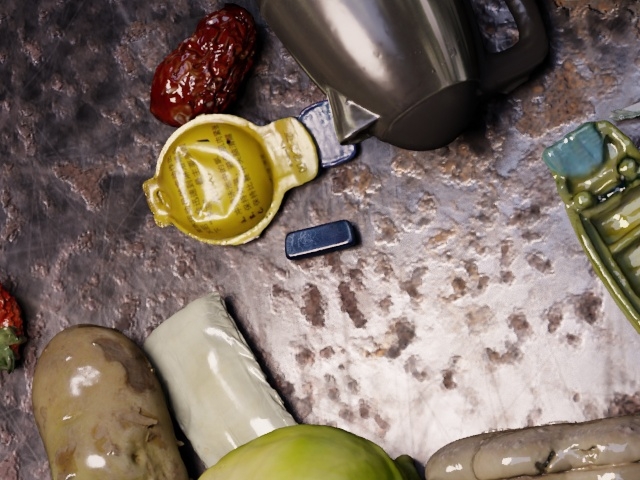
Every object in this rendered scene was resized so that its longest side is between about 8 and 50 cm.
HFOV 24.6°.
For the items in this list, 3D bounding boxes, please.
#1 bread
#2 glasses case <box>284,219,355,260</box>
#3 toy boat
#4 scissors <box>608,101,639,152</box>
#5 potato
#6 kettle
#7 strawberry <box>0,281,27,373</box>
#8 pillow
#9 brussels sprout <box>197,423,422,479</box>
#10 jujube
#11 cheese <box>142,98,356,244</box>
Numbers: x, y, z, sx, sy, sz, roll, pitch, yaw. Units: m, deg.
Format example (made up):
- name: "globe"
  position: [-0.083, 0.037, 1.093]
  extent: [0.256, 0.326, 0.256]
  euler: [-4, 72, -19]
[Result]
- name: "bread"
  position: [0.258, 0.224, 1.426]
  extent: [0.337, 0.183, 0.102]
  euler: [-11, 83, 21]
- name: "glasses case"
  position: [0.000, 0.000, 1.663]
  extent: [0.083, 0.023, 0.033]
  euler: [-13, 69, 18]
- name: "toy boat"
  position: [0.331, 0.008, 1.496]
  extent: [0.111, 0.084, 0.276]
  euler: [-34, 71, 10]
- name: "scissors"
  position: [0.397, -0.147, 1.532]
  extent: [0.187, 0.020, 0.133]
  euler: [-26, 74, 14]
- name: "potato"
  position: [-0.237, 0.216, 1.641]
  extent: [0.165, 0.165, 0.262]
  euler: [-29, 60, 14]
- name: "kettle"
  position: [0.085, -0.221, 1.607]
  extent: [0.207, 0.251, 0.271]
  euler: [-42, 70, 42]
- name: "strawberry"
  position: [-0.431, 0.102, 1.786]
  extent: [0.192, 0.085, 0.140]
  euler: [-12, 82, 25]
- name: "pillow"
  position: [-0.113, 0.174, 1.657]
  extent: [0.128, 0.051, 0.229]
  euler: [-43, 65, 18]
- name: "brussels sprout"
  position: [-0.004, 0.322, 1.494]
  extent: [0.294, 0.227, 0.259]
  euler: [10, 75, -1]
- name: "jujube"
  position: [-0.133, -0.202, 1.720]
  extent: [0.104, 0.104, 0.166]
  euler: [35, 93, 25]
- name: "cheese"
  position: [-0.081, -0.082, 1.687]
  extent: [0.250, 0.064, 0.156]
  euler: [-21, 92, 8]
